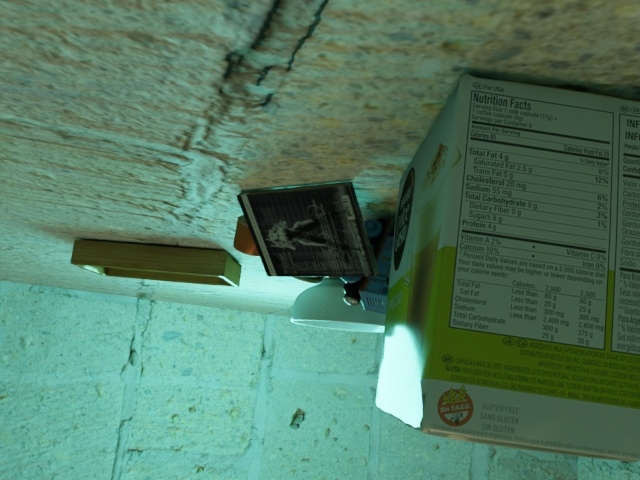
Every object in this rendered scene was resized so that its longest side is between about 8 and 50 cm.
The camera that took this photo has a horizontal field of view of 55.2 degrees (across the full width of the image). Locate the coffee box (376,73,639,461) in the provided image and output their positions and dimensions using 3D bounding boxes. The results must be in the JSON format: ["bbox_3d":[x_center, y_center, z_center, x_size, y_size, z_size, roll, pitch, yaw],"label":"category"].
[{"bbox_3d":[0.263,0.053,0.697,0.337,0.335,0.338,8,169,-1],"label":"coffee box"}]

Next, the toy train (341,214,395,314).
[{"bbox_3d":[0.104,0.040,1.071,0.105,0.184,0.080,13,147,21],"label":"toy train"}]

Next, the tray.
[{"bbox_3d":[-0.440,0.064,1.682,0.410,0.076,0.203,5,168,6],"label":"tray"}]

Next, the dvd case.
[{"bbox_3d":[-0.023,-0.012,1.014,0.221,0.165,0.018,-3,-151,32],"label":"dvd case"}]

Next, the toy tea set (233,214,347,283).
[{"bbox_3d":[0.000,0.000,1.189,0.335,0.124,0.200,11,-163,-37],"label":"toy tea set"}]

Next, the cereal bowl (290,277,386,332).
[{"bbox_3d":[0.081,0.200,1.905,0.338,0.141,0.339,6,168,1],"label":"cereal bowl"}]
